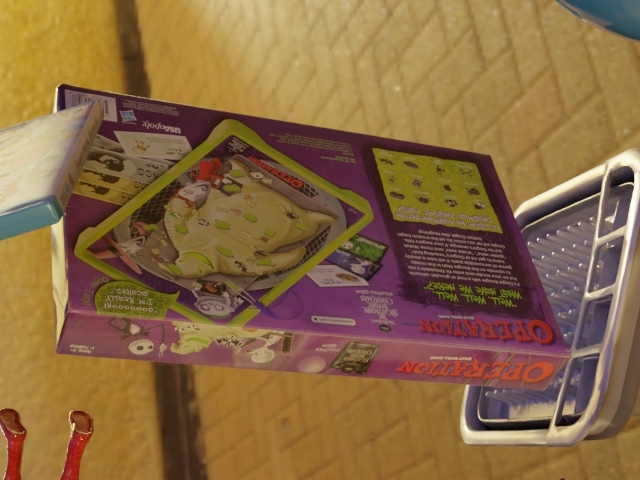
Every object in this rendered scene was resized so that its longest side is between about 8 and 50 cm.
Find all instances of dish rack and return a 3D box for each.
[{"bbox_3d":[0.253,0.076,1.184,0.333,0.072,0.286,148,138,-72],"label":"dish rack"}]

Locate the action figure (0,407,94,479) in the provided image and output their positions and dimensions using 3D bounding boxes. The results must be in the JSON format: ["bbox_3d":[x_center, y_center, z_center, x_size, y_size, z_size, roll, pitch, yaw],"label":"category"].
[{"bbox_3d":[-0.260,0.264,1.011,0.139,0.091,0.280,-138,58,-63],"label":"action figure"}]

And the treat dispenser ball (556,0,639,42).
[{"bbox_3d":[0.234,-0.261,0.706,0.288,0.288,0.288,179,90,-68],"label":"treat dispenser ball"}]

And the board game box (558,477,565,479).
[{"bbox_3d":[0.282,0.418,1.495,0.243,0.165,0.042,58,-178,-41],"label":"board game box"}]

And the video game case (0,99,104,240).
[{"bbox_3d":[-0.195,-0.034,0.689,0.166,0.119,0.015,-94,-14,-64],"label":"video game case"}]

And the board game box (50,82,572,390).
[{"bbox_3d":[-0.011,-0.001,0.814,0.208,0.346,0.056,-106,32,-45],"label":"board game box"}]
